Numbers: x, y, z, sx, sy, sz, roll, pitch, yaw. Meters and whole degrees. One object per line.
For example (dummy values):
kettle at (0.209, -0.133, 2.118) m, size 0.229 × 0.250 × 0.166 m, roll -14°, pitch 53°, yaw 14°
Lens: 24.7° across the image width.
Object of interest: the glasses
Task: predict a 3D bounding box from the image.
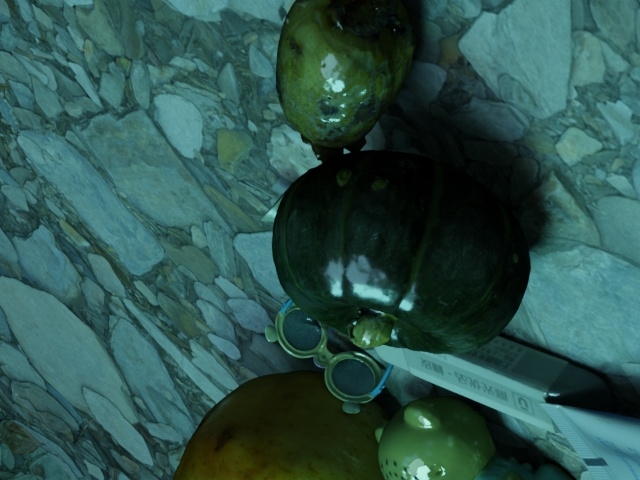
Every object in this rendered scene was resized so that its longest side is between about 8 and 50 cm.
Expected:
glasses at (0.047, 0.115, 2.072) m, size 0.189 × 0.088 × 0.220 m, roll 43°, pitch 133°, yaw 6°

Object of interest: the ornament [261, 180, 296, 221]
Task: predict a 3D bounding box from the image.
ornament at (0.000, 0.000, 1.942) m, size 0.156 × 0.075 × 0.081 m, roll 43°, pitch -176°, yaw 2°

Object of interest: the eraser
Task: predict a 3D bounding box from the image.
eraser at (0.213, 0.164, 1.880) m, size 0.352 × 0.061 × 0.089 m, roll 20°, pitch 142°, yaw 38°

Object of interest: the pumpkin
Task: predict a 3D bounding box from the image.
pumpkin at (0.084, 0.022, 1.648) m, size 0.300 × 0.207 × 0.300 m, roll 18°, pitch 165°, yaw 5°

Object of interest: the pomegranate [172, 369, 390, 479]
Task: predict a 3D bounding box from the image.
pomegranate at (-0.016, 0.394, 2.201) m, size 0.410 × 0.410 × 0.410 m, roll 33°, pitch 150°, yaw 22°

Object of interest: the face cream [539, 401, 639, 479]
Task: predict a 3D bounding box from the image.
face cream at (0.451, 0.294, 1.662) m, size 0.420 × 0.137 × 0.235 m, roll 5°, pitch 140°, yaw 53°

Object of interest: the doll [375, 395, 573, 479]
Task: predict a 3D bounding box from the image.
doll at (0.197, 0.325, 2.020) m, size 0.260 × 0.161 × 0.177 m, roll 42°, pitch 154°, yaw 0°

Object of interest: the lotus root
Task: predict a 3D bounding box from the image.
lotus root at (0.018, -0.179, 1.589) m, size 0.154 × 0.154 × 0.278 m, roll 37°, pitch 155°, yaw 14°
